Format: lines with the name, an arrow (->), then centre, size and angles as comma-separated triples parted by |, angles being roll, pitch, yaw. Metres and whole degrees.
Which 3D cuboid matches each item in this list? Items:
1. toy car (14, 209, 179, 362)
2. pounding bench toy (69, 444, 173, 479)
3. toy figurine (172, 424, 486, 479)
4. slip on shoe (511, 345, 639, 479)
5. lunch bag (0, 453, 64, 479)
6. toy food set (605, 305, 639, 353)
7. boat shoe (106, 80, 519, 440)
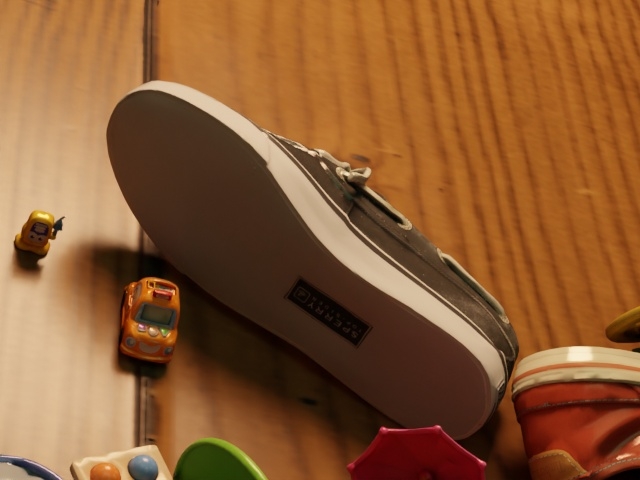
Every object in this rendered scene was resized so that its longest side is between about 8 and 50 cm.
toy car -> -0.136, 0.026, 1.058 | 0.122, 0.040, 0.060 | 27, 40, -4
pounding bench toy -> -0.121, 0.150, 0.919 | 0.083, 0.065, 0.052 | -7, 52, -35
toy figurine -> 0.031, 0.158, 0.923 | 0.159, 0.130, 0.173 | -14, 30, -32
slip on shoe -> 0.276, 0.149, 1.130 | 0.331, 0.123, 0.101 | 12, 66, -20
lunch bag -> -0.143, 0.251, 0.770 | 0.303, 0.115, 0.243 | 42, 44, 13
toy food set -> 0.302, 0.073, 1.214 | 0.218, 0.128, 0.071 | -3, 70, -38
boat shoe -> 0.002, -0.003, 1.116 | 0.306, 0.113, 0.105 | 35, 34, 3
